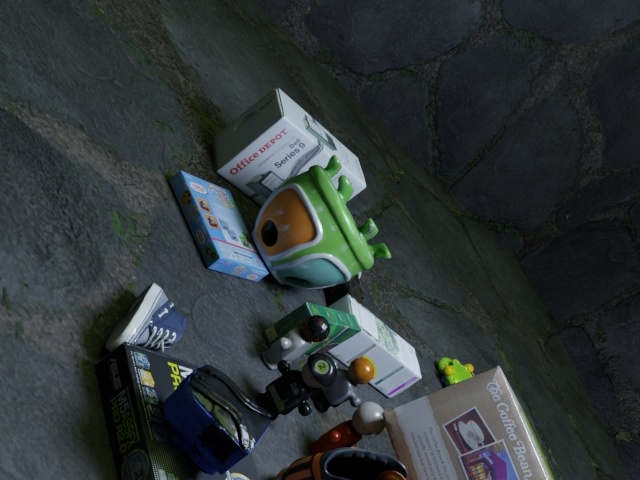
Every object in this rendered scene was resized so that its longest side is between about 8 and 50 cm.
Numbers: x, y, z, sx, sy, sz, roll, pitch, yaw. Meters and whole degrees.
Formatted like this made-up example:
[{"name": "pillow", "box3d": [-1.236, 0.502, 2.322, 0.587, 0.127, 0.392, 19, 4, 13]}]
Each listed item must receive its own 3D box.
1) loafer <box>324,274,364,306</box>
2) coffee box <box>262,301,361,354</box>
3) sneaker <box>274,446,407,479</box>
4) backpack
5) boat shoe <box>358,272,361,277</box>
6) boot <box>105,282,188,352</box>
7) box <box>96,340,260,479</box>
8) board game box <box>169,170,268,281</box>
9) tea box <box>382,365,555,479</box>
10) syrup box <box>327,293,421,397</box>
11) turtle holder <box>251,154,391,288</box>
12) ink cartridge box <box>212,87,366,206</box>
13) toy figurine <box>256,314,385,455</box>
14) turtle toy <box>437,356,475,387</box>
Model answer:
[{"name": "loafer", "box3d": [0.056, 0.115, 1.996, 0.078, 0.080, 0.220, 47, 26, -36]}, {"name": "coffee box", "box3d": [-0.014, 0.173, 1.672, 0.184, 0.113, 0.040, 23, 38, -57]}, {"name": "sneaker", "box3d": [0.089, 0.436, 1.313, 0.321, 0.180, 0.124, 44, 37, -14]}, {"name": "backpack", "box3d": [-0.142, 0.228, 1.114, 0.120, 0.101, 0.098, 48, 18, -2]}, {"name": "boat shoe", "box3d": [0.034, 0.021, 2.108, 0.183, 0.066, 0.066, 56, 21, 8]}, {"name": "boot", "box3d": [-0.244, 0.131, 1.278, 0.086, 0.069, 0.190, 46, 19, -11]}, {"name": "box", "box3d": [-0.179, 0.283, 1.179, 0.216, 0.060, 0.270, 29, 30, -48]}, {"name": "board game box", "box3d": [-0.196, -0.026, 1.706, 0.160, 0.039, 0.211, 22, 37, -56]}, {"name": "tea box", "box3d": [0.287, 0.432, 1.476, 0.323, 0.220, 0.329, 53, 16, -60]}, {"name": "syrup box", "box3d": [0.103, 0.227, 1.863, 0.237, 0.096, 0.093, 41, 24, -31]}, {"name": "turtle holder", "box3d": [-0.010, -0.016, 1.819, 0.243, 0.227, 0.320, 60, 2, 0]}, {"name": "ink cartridge box", "box3d": [-0.072, -0.172, 1.986, 0.289, 0.211, 0.121, 37, 26, -36]}, {"name": "toy figurine", "box3d": [0.007, 0.249, 1.528, 0.213, 0.148, 0.209, 45, 21, -20]}, {"name": "turtle toy", "box3d": [0.345, 0.350, 2.243, 0.095, 0.066, 0.130, 2, 47, -36]}]
